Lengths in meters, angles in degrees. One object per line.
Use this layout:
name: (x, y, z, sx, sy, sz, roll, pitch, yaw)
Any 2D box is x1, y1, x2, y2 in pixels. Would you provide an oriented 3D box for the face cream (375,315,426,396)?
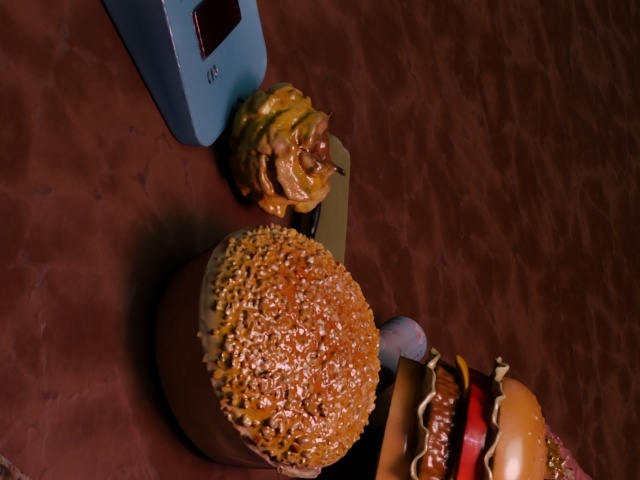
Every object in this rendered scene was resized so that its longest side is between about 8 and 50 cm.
face cream: (0.067, 0.170, 1.932, 0.229, 0.075, 0.075, -31, 106, -59)

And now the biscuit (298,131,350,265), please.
biscuit: (0.000, 0.000, 1.921, 0.099, 0.038, 0.322, 42, 44, -50)

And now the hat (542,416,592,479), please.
hat: (0.407, 0.451, 2.366, 0.236, 0.107, 0.286, 51, 33, -21)

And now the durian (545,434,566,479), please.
durian: (0.295, 0.358, 2.239, 0.182, 0.165, 0.132, -51, 168, -27)

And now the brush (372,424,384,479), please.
brush: (0.076, 0.363, 1.921, 0.062, 0.027, 0.266, 42, 44, -37)

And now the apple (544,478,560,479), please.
apple: (0.320, 0.475, 2.025, 0.317, 0.288, 0.288, 21, 61, -58)

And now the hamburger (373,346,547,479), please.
hamburger: (0.181, 0.278, 1.827, 0.274, 0.212, 0.274, 11, 90, -86)

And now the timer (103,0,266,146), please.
timer: (-0.158, -0.262, 1.747, 0.232, 0.091, 0.250, -58, 140, -52)

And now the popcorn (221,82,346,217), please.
popcorn: (-0.046, -0.109, 1.795, 0.148, 0.152, 0.167, -82, 164, -60)

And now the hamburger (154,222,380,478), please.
hamburger: (-0.053, 0.123, 1.650, 0.302, 0.170, 0.302, 31, 52, -51)

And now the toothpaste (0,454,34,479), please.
toothpaste: (-0.290, 0.236, 1.345, 0.216, 0.037, 0.062, 46, 44, -35)
